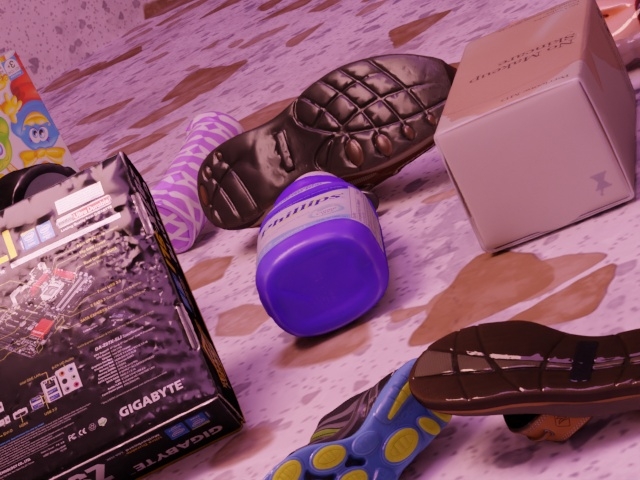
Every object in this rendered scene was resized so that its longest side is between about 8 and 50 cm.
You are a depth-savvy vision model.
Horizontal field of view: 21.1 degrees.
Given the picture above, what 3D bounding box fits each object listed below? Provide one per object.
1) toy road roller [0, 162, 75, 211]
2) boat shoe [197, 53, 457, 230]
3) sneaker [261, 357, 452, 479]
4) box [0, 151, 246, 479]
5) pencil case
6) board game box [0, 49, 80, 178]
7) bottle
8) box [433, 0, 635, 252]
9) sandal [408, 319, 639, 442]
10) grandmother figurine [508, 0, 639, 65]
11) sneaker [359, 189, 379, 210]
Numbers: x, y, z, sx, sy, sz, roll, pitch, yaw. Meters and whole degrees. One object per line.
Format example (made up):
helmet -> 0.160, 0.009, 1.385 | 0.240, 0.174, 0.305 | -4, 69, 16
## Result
toy road roller -> -0.271, 0.097, 1.648 | 0.202, 0.240, 0.329 | -12, 58, 46
boat shoe -> 0.020, -0.101, 1.844 | 0.324, 0.122, 0.120 | -22, -19, 27
sneaker -> 0.018, 0.152, 1.168 | 0.188, 0.067, 0.078 | -39, -1, -33
box -> -0.255, 0.107, 1.429 | 0.322, 0.079, 0.257 | -27, 59, 2
pencil case -> -0.157, -0.073, 2.063 | 0.088, 0.086, 0.206 | 9, 40, 16
board game box -> -0.423, -0.091, 2.270 | 0.142, 0.275, 0.144 | -37, 18, -32
bottle -> 0.000, 0.000, 1.612 | 0.118, 0.092, 0.283 | -26, 15, 7
box -> 0.206, -0.116, 1.595 | 0.148, 0.121, 0.311 | -22, 16, 16
sandal -> 0.160, 0.096, 1.113 | 0.219, 0.060, 0.090 | -4, 30, 22
grandmother figurine -> 0.348, -0.237, 1.809 | 0.342, 0.104, 0.208 | -20, 25, 32
sneaker -> 0.015, -0.032, 1.796 | 0.109, 0.040, 0.044 | -18, 15, 28
